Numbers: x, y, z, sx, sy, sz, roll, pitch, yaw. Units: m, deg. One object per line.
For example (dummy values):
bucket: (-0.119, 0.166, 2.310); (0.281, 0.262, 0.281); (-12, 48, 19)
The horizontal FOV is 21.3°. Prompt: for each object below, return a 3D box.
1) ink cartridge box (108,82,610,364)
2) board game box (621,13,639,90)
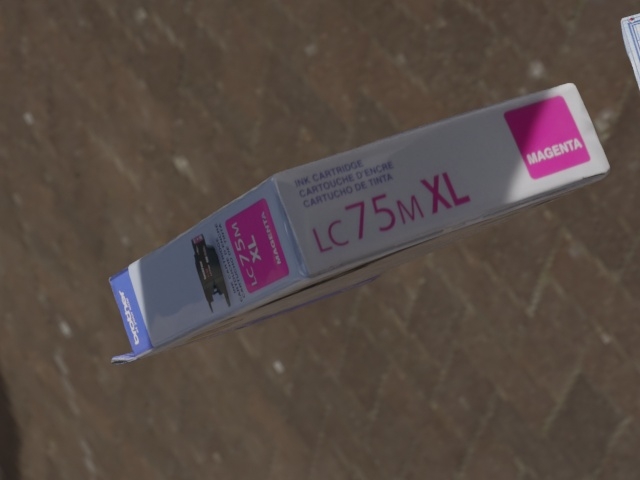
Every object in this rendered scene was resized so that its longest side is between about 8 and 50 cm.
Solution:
ink cartridge box: (0.000, 0.000, 0.958); (0.311, 0.186, 0.065); (-32, 78, 63)
board game box: (0.210, -0.061, 0.695); (0.194, 0.194, 0.060); (102, 156, -71)
